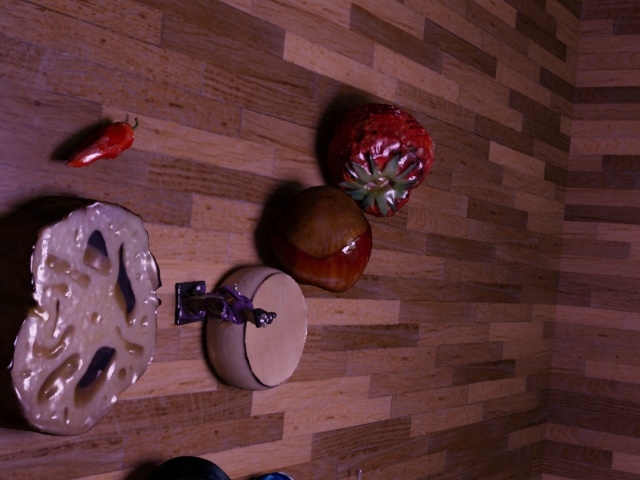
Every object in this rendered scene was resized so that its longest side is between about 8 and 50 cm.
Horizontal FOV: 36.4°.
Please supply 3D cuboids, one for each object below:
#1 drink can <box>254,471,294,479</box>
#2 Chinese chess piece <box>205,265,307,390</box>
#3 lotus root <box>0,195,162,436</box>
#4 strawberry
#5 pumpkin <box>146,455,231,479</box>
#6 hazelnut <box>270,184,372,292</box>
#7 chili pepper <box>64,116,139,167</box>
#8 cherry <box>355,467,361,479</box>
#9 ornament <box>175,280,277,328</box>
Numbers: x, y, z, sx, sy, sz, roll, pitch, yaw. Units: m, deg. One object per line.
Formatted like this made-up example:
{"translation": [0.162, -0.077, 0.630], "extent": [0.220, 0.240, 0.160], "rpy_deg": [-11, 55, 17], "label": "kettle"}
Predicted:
{"translation": [-0.130, 0.555, 1.968], "extent": [0.205, 0.118, 0.118], "rpy_deg": [-29, 117, -54], "label": "drink can"}
{"translation": [-0.122, 0.176, 1.947], "extent": [0.250, 0.103, 0.249], "rpy_deg": [-9, 101, -58], "label": "Chinese chess piece"}
{"translation": [-0.384, 0.120, 1.532], "extent": [0.375, 0.111, 0.390], "rpy_deg": [45, 54, -52], "label": "lotus root"}
{"translation": [0.131, -0.203, 2.207], "extent": [0.238, 0.250, 0.288], "rpy_deg": [30, 39, -20], "label": "strawberry"}
{"translation": [-0.244, 0.516, 1.722], "extent": [0.248, 0.248, 0.248], "rpy_deg": [-11, 103, -57], "label": "pumpkin"}
{"translation": [0.000, 0.000, 2.030], "extent": [0.229, 0.229, 0.229], "rpy_deg": [-11, 103, -57], "label": "hazelnut"}
{"translation": [-0.350, -0.156, 1.592], "extent": [0.191, 0.059, 0.050], "rpy_deg": [-43, 137, -49], "label": "chili pepper"}
{"translation": [0.037, 0.605, 2.260], "extent": [0.148, 0.115, 0.188], "rpy_deg": [17, 67, -18], "label": "cherry"}
{"translation": [-0.175, 0.124, 1.776], "extent": [0.081, 0.203, 0.088], "rpy_deg": [-6, 101, -49], "label": "ornament"}
